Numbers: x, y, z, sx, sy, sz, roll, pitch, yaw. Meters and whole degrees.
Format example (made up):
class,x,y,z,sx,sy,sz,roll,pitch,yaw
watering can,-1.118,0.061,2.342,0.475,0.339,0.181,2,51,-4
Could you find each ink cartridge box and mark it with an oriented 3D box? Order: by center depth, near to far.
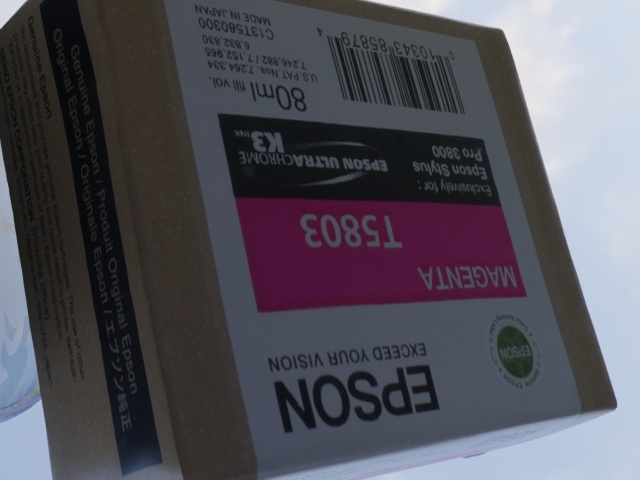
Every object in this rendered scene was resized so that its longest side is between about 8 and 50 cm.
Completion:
class,x,y,z,sx,sy,sz,roll,pitch,yaw
ink cartridge box,0.000,0.000,0.446,0.234,0.088,0.193,-1,-110,-43

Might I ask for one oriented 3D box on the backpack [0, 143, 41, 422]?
class,x,y,z,sx,sy,sz,roll,pitch,yaw
backpack,-0.230,-0.009,0.411,0.273,0.355,0.290,-15,-98,-15
